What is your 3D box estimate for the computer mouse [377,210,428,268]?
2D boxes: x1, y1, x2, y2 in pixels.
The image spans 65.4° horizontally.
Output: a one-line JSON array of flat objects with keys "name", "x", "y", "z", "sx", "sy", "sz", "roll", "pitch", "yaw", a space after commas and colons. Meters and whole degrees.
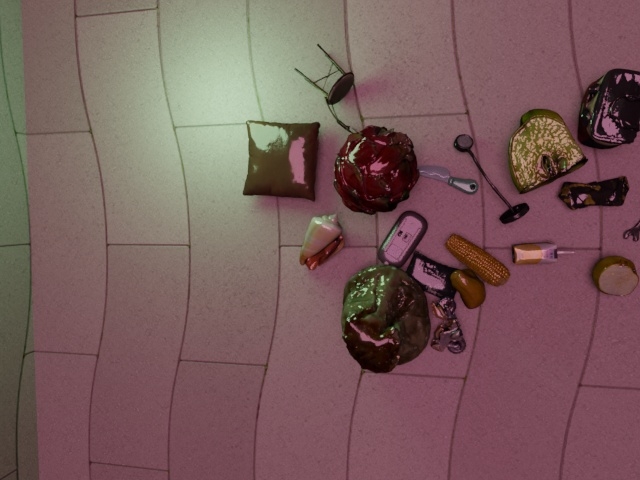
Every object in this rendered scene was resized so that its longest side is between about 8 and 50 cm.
[{"name": "computer mouse", "x": 0.313, "y": -0.002, "z": 1.902, "sx": 0.120, "sy": 0.057, "sz": 0.232, "roll": 32, "pitch": 97, "yaw": 9}]

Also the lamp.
[{"name": "lamp", "x": 0.599, "y": -0.215, "z": 1.825, "sx": 0.130, "sy": 0.108, "sz": 0.371, "roll": -37, "pitch": 75, "yaw": -18}]

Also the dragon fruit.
[{"name": "dragon fruit", "x": 0.195, "y": -0.246, "z": 1.793, "sx": 0.328, "sy": 0.329, "sz": 0.330, "roll": 1, "pitch": 93, "yaw": 12}]

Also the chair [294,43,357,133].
[{"name": "chair", "x": 0.066, "y": -0.563, "z": 1.880, "sx": 0.326, "sy": 0.160, "sz": 0.170, "roll": 46, "pitch": 102, "yaw": 11}]

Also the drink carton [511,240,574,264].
[{"name": "drink carton", "x": 0.796, "y": 0.044, "z": 1.789, "sx": 0.199, "sy": 0.074, "sz": 0.084, "roll": -3, "pitch": 93, "yaw": 12}]

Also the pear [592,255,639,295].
[{"name": "pear", "x": 1.022, "y": 0.117, "z": 1.731, "sx": 0.140, "sy": 0.104, "sz": 0.141, "roll": 10, "pitch": 118, "yaw": 18}]

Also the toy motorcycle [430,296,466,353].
[{"name": "toy motorcycle", "x": 0.462, "y": 0.326, "z": 1.866, "sx": 0.129, "sy": 0.094, "sz": 0.229, "roll": -14, "pitch": 101, "yaw": 11}]

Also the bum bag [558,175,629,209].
[{"name": "bum bag", "x": 0.957, "y": -0.165, "z": 1.749, "sx": 0.232, "sy": 0.060, "sz": 0.107, "roll": -6, "pitch": 83, "yaw": 10}]

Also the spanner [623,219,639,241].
[{"name": "spanner", "x": 1.152, "y": -0.102, "z": 1.733, "sx": 0.054, "sy": 0.015, "sz": 0.255, "roll": 36, "pitch": 100, "yaw": 6}]

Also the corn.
[{"name": "corn", "x": 0.576, "y": 0.072, "z": 1.831, "sx": 0.260, "sy": 0.091, "sz": 0.091, "roll": 39, "pitch": 141, "yaw": 8}]

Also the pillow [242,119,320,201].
[{"name": "pillow", "x": -0.156, "y": -0.314, "z": 1.962, "sx": 0.305, "sy": 0.108, "sz": 0.308, "roll": 4, "pitch": 95, "yaw": 14}]

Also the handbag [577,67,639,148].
[{"name": "handbag", "x": 0.970, "y": -0.439, "z": 1.670, "sx": 0.181, "sy": 0.181, "sz": 0.255, "roll": 13, "pitch": 95, "yaw": 11}]

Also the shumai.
[{"name": "shumai", "x": 0.213, "y": 0.305, "z": 1.795, "sx": 0.323, "sy": 0.323, "sz": 0.398, "roll": -15, "pitch": 96, "yaw": 22}]

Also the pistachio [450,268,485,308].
[{"name": "pistachio", "x": 0.546, "y": 0.170, "z": 1.814, "sx": 0.100, "sy": 0.110, "sz": 0.189, "roll": -42, "pitch": 119, "yaw": -18}]

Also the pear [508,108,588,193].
[{"name": "pear", "x": 0.752, "y": -0.316, "z": 1.742, "sx": 0.238, "sy": 0.164, "sz": 0.256, "roll": -31, "pitch": 81, "yaw": 22}]

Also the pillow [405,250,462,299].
[{"name": "pillow", "x": 0.425, "y": 0.140, "z": 1.885, "sx": 0.208, "sy": 0.055, "sz": 0.142, "roll": 24, "pitch": 96, "yaw": 8}]

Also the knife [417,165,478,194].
[{"name": "knife", "x": 0.466, "y": -0.240, "z": 1.871, "sx": 0.260, "sy": 0.034, "sz": 0.063, "roll": 23, "pitch": 94, "yaw": 13}]

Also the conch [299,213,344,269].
[{"name": "conch", "x": 0.001, "y": -0.008, "z": 1.956, "sx": 0.158, "sy": 0.127, "sz": 0.255, "roll": 30, "pitch": 124, "yaw": -20}]
